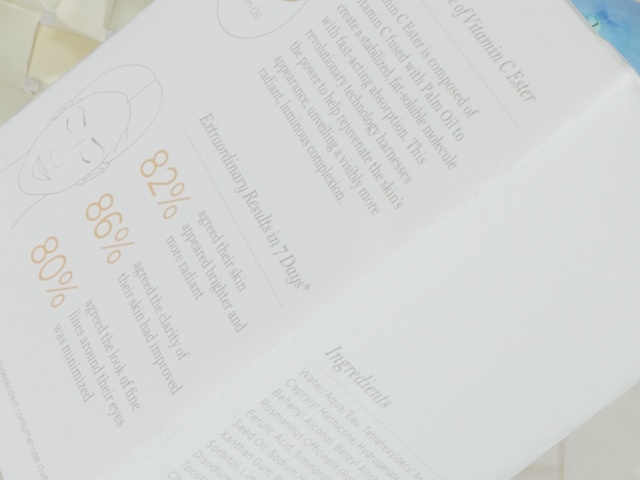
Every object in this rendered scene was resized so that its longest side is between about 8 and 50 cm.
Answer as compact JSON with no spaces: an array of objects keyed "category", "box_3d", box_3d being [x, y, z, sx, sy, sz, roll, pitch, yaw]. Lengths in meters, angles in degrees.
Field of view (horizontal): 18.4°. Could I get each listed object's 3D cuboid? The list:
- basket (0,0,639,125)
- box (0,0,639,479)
[{"category":"basket","box_3d":[-0.061,-0.079,0.698,0.254,0.289,0.201,15,84,-33]},{"category":"box","box_3d":[0.000,0.000,0.497,0.170,0.130,0.091,-37,135,7]}]
